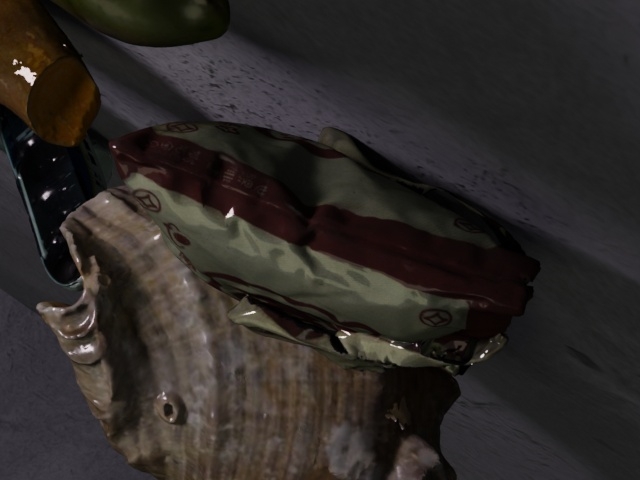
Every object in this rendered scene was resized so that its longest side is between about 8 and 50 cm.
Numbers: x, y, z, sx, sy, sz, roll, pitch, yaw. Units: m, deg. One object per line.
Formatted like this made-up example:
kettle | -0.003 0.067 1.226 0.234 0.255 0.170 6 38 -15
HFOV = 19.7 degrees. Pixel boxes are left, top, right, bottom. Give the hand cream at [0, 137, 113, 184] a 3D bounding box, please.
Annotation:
hand cream | -0.251 -0.090 1.554 0.205 0.050 0.078 29 171 42

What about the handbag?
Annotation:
handbag | 0.000 0.000 1.057 0.235 0.127 0.213 20 170 2

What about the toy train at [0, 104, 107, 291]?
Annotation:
toy train | -0.182 -0.038 1.305 0.051 0.052 0.234 38 -163 -42

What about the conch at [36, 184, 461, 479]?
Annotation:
conch | -0.018 0.082 1.233 0.210 0.297 0.352 -18 136 17

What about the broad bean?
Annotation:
broad bean | -0.141 -0.147 0.980 0.325 0.067 0.075 21 134 53

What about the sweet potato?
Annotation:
sweet potato | -0.235 -0.154 1.186 0.243 0.077 0.077 39 170 13
